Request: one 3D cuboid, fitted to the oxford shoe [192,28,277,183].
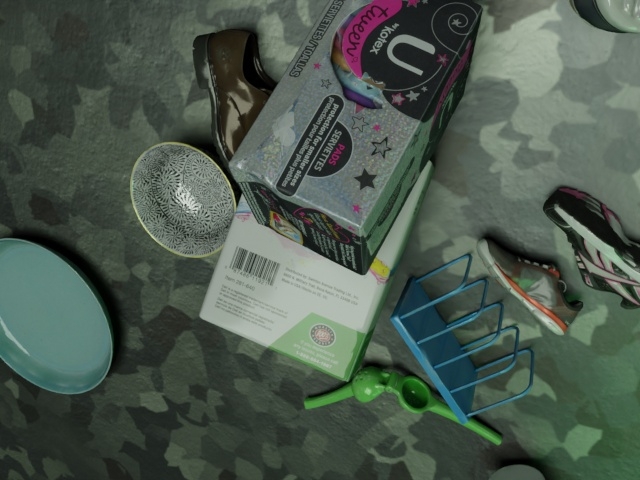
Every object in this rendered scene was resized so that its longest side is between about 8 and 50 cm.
[{"bbox_3d":[-0.091,-0.161,0.858,0.096,0.083,0.227,-6,112,21],"label":"oxford shoe"}]

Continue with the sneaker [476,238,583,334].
[{"bbox_3d":[0.265,0.046,0.830,0.158,0.061,0.065,44,95,-3],"label":"sneaker"}]

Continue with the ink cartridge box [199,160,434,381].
[{"bbox_3d":[0.000,0.000,0.816,0.201,0.117,0.278,21,95,12],"label":"ink cartridge box"}]

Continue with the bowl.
[{"bbox_3d":[-0.178,-0.069,0.937,0.170,0.080,0.170,9,117,19],"label":"bowl"}]

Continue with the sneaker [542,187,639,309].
[{"bbox_3d":[0.328,0.020,0.775,0.178,0.072,0.077,43,133,6],"label":"sneaker"}]

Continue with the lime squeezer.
[{"bbox_3d":[0.111,0.243,0.976,0.310,0.059,0.110,5,115,20],"label":"lime squeezer"}]

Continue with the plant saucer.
[{"bbox_3d":[-0.499,0.134,1.190,0.317,0.044,0.318,10,117,19],"label":"plant saucer"}]

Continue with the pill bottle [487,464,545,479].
[{"bbox_3d":[0.303,0.425,0.947,0.112,0.112,0.187,-11,108,27],"label":"pill bottle"}]

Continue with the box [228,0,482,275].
[{"bbox_3d":[0.042,-0.117,0.657,0.142,0.163,0.247,26,76,12],"label":"box"}]

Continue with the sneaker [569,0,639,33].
[{"bbox_3d":[0.368,-0.302,0.584,0.321,0.127,0.126,-29,107,6],"label":"sneaker"}]

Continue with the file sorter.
[{"bbox_3d":[0.189,0.123,0.851,0.104,0.118,0.170,-29,100,28],"label":"file sorter"}]
